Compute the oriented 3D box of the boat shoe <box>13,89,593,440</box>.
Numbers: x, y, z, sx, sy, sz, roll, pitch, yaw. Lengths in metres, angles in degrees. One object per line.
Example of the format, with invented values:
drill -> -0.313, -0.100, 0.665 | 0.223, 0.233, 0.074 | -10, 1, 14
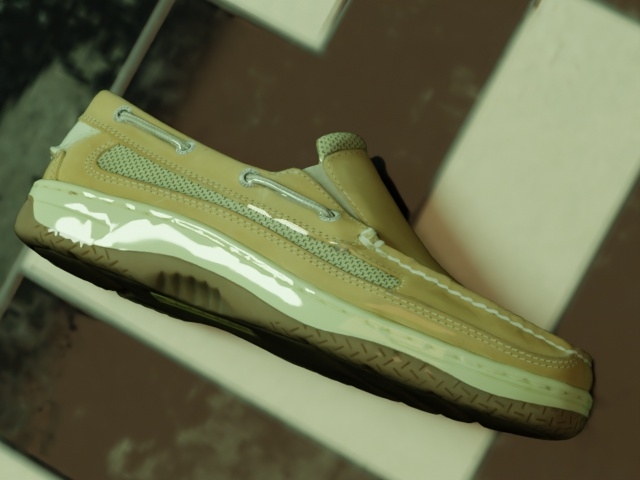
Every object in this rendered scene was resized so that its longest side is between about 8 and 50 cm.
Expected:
boat shoe -> 0.000, 0.000, 0.489 | 0.190, 0.068, 0.072 | 21, 77, 12
